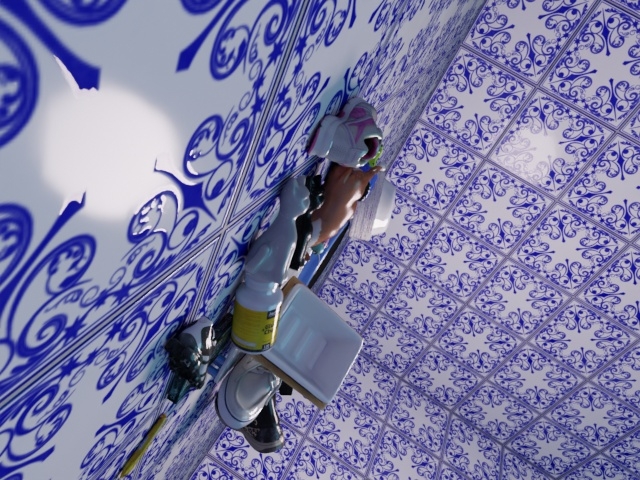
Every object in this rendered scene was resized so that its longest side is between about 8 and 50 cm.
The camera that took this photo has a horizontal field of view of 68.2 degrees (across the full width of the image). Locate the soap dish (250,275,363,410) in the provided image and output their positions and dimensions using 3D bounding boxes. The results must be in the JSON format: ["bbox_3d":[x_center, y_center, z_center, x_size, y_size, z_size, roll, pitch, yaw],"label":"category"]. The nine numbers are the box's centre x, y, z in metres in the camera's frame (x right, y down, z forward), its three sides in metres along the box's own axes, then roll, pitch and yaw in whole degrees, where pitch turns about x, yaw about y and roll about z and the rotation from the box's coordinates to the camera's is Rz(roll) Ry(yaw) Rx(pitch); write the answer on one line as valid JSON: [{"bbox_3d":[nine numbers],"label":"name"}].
[{"bbox_3d":[-0.045,0.271,1.249,0.118,0.291,0.229,-9,-138,56],"label":"soap dish"}]

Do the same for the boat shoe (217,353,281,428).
[{"bbox_3d":[-0.149,0.357,1.323,0.156,0.136,0.367,-42,-177,26],"label":"boat shoe"}]

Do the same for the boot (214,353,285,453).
[{"bbox_3d":[-0.252,0.508,1.602,0.138,0.377,0.284,-10,105,-33],"label":"boot"}]

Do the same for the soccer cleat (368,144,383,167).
[{"bbox_3d":[0.171,-0.273,1.684,0.179,0.060,0.072,-59,176,-19],"label":"soccer cleat"}]

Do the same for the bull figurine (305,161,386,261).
[{"bbox_3d":[0.031,-0.081,1.124,0.188,0.101,0.310,-42,174,-44],"label":"bull figurine"}]

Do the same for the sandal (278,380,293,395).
[{"bbox_3d":[-0.107,0.379,1.698,0.446,0.107,0.167,-106,-159,-60],"label":"sandal"}]

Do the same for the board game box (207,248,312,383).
[{"bbox_3d":[-0.149,0.160,1.332,0.390,0.050,0.390,-60,173,19],"label":"board game box"}]

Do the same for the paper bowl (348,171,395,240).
[{"bbox_3d":[0.209,-0.137,1.879,0.284,0.148,0.284,12,90,-88],"label":"paper bowl"}]

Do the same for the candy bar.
[{"bbox_3d":[-0.388,0.452,1.034,0.161,0.018,0.040,-56,177,-22],"label":"candy bar"}]

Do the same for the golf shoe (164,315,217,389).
[{"bbox_3d":[-0.220,0.203,0.851,0.094,0.077,0.198,-54,174,-33],"label":"golf shoe"}]

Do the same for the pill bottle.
[{"bbox_3d":[-0.137,0.148,1.028,0.103,0.103,0.184,-48,153,-59],"label":"pill bottle"}]

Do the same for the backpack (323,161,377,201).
[{"bbox_3d":[0.088,-0.170,1.226,0.101,0.120,0.098,-53,172,-39],"label":"backpack"}]

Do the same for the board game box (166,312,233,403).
[{"bbox_3d":[-0.257,0.254,1.037,0.126,0.026,0.186,-63,172,31],"label":"board game box"}]

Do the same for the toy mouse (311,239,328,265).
[{"bbox_3d":[0.000,0.000,1.333,0.161,0.031,0.143,-3,87,-74],"label":"toy mouse"}]

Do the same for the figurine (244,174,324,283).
[{"bbox_3d":[-0.059,-0.036,0.955,0.215,0.092,0.209,-33,146,-76],"label":"figurine"}]

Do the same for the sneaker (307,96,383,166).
[{"bbox_3d":[0.071,-0.205,0.949,0.252,0.111,0.103,-51,171,-51],"label":"sneaker"}]

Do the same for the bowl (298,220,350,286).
[{"bbox_3d":[-0.008,0.062,1.861,0.391,0.077,0.391,-56,174,-9],"label":"bowl"}]
